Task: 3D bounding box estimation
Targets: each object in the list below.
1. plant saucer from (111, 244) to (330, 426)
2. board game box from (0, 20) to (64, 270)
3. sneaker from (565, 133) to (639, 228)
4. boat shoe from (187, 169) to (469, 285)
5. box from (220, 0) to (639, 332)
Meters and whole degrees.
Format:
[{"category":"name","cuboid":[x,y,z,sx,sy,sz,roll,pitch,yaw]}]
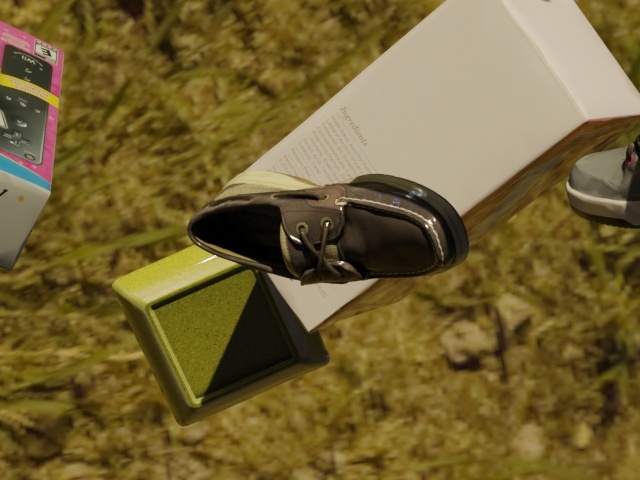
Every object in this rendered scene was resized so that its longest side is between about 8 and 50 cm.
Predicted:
[{"category":"plant saucer","cuboid":[-0.107,0.096,1.704,0.188,0.045,0.188,-24,104,1]},{"category":"board game box","cuboid":[-0.362,-0.125,1.462,0.224,0.097,0.303,23,27,-20]},{"category":"sneaker","cuboid":[0.298,-0.110,1.227,0.124,0.295,0.178,-36,111,-41]},{"category":"boat shoe","cuboid":[-0.001,-0.001,1.082,0.073,0.223,0.080,-37,122,-38]},{"category":"box","cuboid":[0.111,-0.084,1.504,0.168,0.345,0.215,56,26,11]}]
